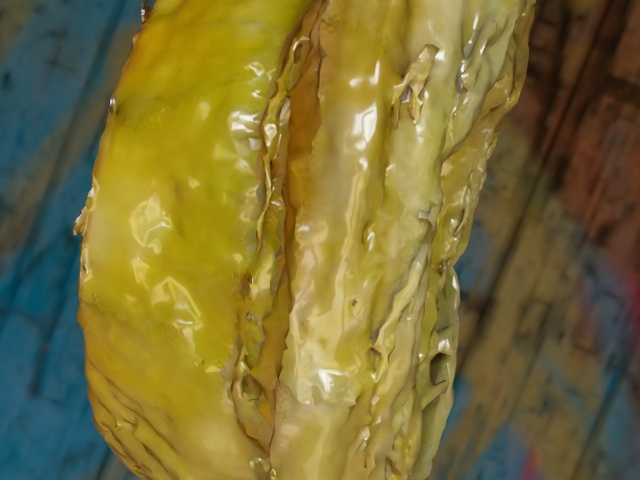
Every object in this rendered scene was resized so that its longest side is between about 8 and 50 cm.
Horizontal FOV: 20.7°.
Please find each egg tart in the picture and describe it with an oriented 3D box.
[{"bbox_3d":[0.000,0.000,0.575,0.118,0.288,0.288,9,5,8],"label":"egg tart"}]
